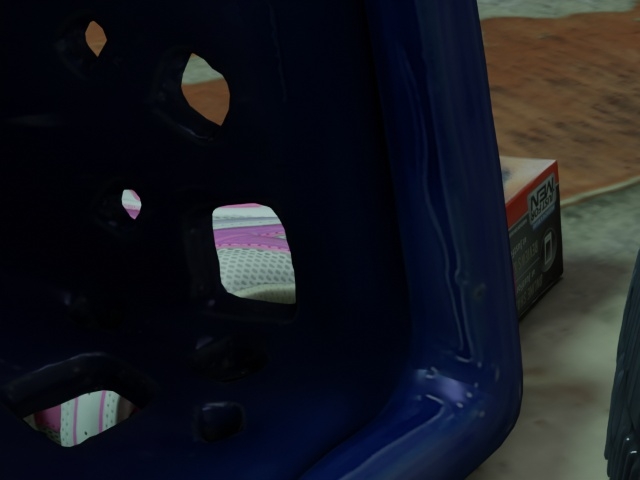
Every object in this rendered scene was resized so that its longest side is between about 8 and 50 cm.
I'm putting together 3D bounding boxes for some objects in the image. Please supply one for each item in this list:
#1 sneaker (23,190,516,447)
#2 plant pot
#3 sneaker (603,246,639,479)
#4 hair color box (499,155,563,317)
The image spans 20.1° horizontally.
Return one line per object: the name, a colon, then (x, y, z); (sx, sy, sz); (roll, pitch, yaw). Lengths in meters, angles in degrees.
sneaker: (-0.062, 0.036, 0.575); (0.252, 0.103, 0.111); (-6, 21, 5)
plant pot: (-0.122, -0.032, 0.344); (0.212, 0.236, 0.236); (7, 26, 43)
sneaker: (0.153, 0.054, 0.495); (0.131, 0.112, 0.319); (11, 27, 1)
hair color box: (0.000, 0.000, 0.704); (0.167, 0.053, 0.093); (7, 26, 28)
